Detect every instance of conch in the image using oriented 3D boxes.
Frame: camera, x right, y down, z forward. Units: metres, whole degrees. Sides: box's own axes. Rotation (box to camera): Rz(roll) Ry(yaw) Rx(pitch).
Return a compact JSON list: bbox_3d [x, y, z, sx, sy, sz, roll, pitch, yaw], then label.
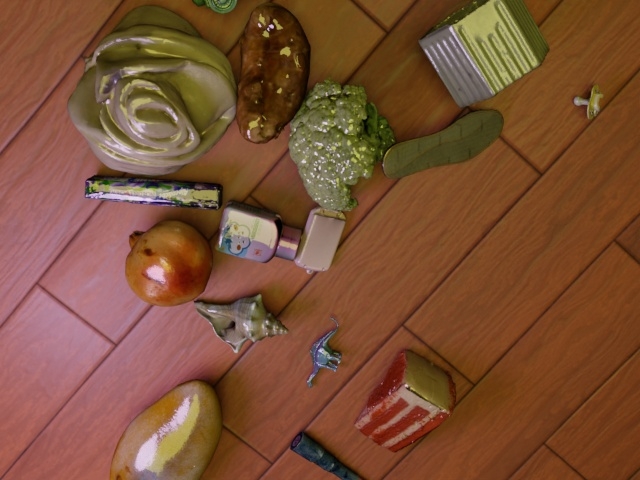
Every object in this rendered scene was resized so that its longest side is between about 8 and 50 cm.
[{"bbox_3d":[-0.181,0.200,1.994,0.234,0.114,0.137,-5,94,35],"label":"conch"}]

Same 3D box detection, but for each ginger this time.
[{"bbox_3d":[-0.103,-0.357,1.818,0.165,0.172,0.321,1,81,23],"label":"ginger"}]

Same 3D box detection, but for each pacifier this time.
[{"bbox_3d":[0.626,-0.324,1.928,0.064,0.068,0.083,13,84,29],"label":"pacifier"}]

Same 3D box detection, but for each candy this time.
[{"bbox_3d":[-0.385,-0.113,1.915,0.313,0.088,0.061,5,98,-3],"label":"candy"}]

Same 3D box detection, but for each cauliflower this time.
[{"bbox_3d":[0.058,-0.220,1.868,0.250,0.275,0.272,-15,76,-34],"label":"cauliflower"}]

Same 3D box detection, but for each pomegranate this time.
[{"bbox_3d":[-0.343,0.050,1.904,0.209,0.209,0.209,0,103,-2],"label":"pomegranate"}]

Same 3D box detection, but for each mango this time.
[{"bbox_3d":[-0.369,0.496,1.999,0.222,0.199,0.383,28,99,-9],"label":"mango"}]

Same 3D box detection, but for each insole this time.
[{"bbox_3d":[0.285,-0.218,1.876,0.349,0.009,0.119,-20,122,-25],"label":"insole"}]

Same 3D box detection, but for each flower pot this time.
[{"bbox_3d":[0.360,-0.430,1.808,0.239,0.209,0.189,-35,102,4],"label":"flower pot"}]

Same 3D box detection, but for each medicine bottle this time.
[{"bbox_3d":[-0.144,-0.014,1.943,0.188,0.094,0.119,16,103,-5],"label":"medicine bottle"}]

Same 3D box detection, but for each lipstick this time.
[{"bbox_3d":[0.031,0.575,2.107,0.234,0.053,0.053,37,99,-11],"label":"lipstick"}]

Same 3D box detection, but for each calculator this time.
[{"bbox_3d":[0.000,0.000,1.966,0.100,0.032,0.174,12,104,-33],"label":"calculator"}]

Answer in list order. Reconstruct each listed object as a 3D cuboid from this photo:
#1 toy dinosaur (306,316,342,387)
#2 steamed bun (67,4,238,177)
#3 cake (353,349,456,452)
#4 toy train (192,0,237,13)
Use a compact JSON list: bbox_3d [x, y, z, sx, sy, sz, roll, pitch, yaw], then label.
[{"bbox_3d":[0.012,0.284,2.042,0.080,0.045,0.197,20,105,4],"label":"toy dinosaur"},{"bbox_3d":[-0.372,-0.301,1.791,0.342,0.255,0.367,38,100,-12],"label":"steamed bun"},{"bbox_3d":[0.211,0.397,2.074,0.158,0.159,0.262,33,134,-9],"label":"cake"},{"bbox_3d":[-0.159,-0.607,1.785,0.286,0.116,0.177,-18,116,3],"label":"toy train"}]
